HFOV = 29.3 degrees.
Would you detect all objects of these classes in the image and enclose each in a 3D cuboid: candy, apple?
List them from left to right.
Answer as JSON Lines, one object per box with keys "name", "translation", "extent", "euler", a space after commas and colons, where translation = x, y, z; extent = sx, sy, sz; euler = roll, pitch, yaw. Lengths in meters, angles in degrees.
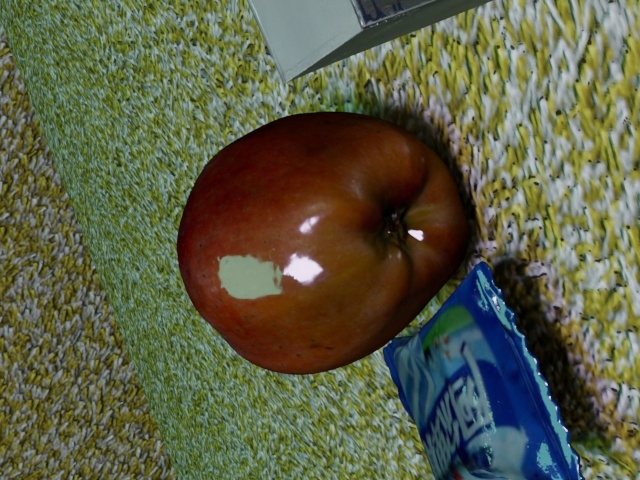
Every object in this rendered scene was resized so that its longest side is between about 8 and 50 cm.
{"name": "apple", "translation": [-0.001, 0.001, 0.995], "extent": [0.234, 0.234, 0.234], "euler": [50, 154, 35]}
{"name": "candy", "translation": [0.130, 0.137, 1.035], "extent": [0.187, 0.077, 0.331], "euler": [65, 162, 9]}

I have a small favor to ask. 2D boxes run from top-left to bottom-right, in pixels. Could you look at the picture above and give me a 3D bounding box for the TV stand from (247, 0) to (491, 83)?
{"name": "TV stand", "translation": [0.097, -0.156, 0.522], "extent": [0.082, 0.270, 0.088], "euler": [67, 156, -1]}
